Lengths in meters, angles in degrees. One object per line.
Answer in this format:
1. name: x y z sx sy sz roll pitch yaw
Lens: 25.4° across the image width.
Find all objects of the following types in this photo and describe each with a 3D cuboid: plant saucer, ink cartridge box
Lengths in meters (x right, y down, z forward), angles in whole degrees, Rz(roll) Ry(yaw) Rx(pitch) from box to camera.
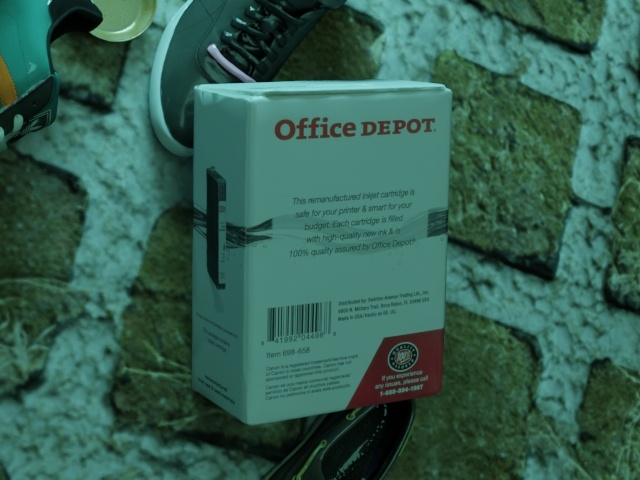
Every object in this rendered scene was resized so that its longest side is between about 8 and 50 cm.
1. plant saucer: -0.182 -0.211 1.227 0.083 0.015 0.083 4 82 -28
2. ink cartridge box: 0.000 0.000 1.206 0.197 0.114 0.272 -5 104 -30

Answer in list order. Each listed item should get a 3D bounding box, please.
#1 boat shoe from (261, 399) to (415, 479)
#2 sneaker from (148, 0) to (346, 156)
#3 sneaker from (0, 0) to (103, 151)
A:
1. boat shoe: 0.004 0.216 1.246 0.081 0.069 0.227 43 65 -18
2. sneaker: -0.040 -0.204 1.232 0.104 0.147 0.295 40 67 -21
3. sneaker: -0.272 -0.103 1.109 0.121 0.108 0.302 34 67 -17
